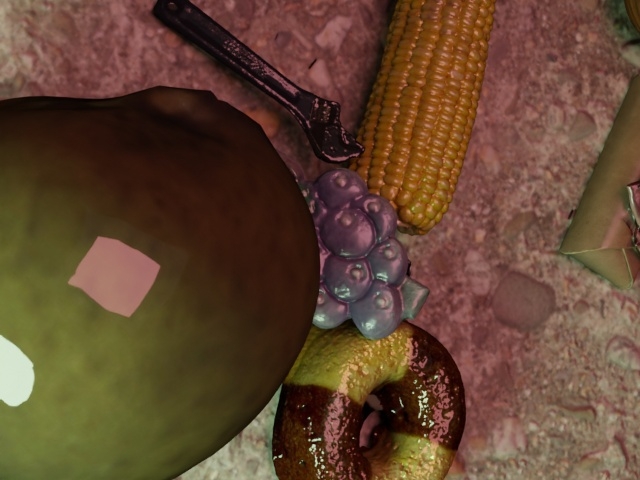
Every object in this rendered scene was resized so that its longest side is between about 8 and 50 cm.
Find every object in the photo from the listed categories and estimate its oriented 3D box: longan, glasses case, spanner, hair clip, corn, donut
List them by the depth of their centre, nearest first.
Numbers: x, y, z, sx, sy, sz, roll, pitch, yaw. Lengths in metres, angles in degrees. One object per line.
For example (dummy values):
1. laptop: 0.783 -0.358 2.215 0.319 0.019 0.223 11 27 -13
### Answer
1. longan: -0.159 0.031 1.173 0.319 0.319 0.318 2 84 -25
2. hair clip: 0.000 0.001 1.360 0.195 0.052 0.124 28 86 6
3. spanner: -0.050 -0.132 1.366 0.208 0.012 0.046 37 71 -1
4. donut: 0.045 0.145 1.383 0.166 0.073 0.184 31 75 -22
5. corn: 0.089 -0.124 1.415 0.093 0.093 0.244 22 77 -22
6. glasses case: 0.304 -0.048 1.521 0.102 0.070 0.193 32 73 -20

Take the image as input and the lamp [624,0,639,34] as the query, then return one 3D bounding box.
1. lamp: 0.341 -0.231 1.523 0.136 0.136 0.136 2 84 -25
